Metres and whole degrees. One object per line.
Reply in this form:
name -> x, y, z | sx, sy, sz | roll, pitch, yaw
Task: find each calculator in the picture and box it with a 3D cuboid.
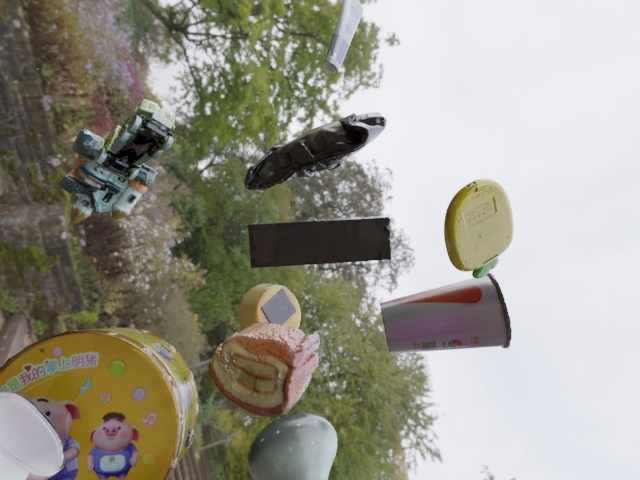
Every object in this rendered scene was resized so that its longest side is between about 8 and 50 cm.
calculator -> 0.309, -0.015, 0.812 | 0.235, 0.146, 0.032 | 62, -5, -35

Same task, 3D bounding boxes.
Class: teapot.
teapot -> -0.031, 0.467, 0.787 | 0.183, 0.183, 0.251 | 103, -28, -42

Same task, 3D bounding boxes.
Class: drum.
drum -> -0.496, 0.404, 0.937 | 0.214, 0.431, 0.431 | 122, -46, -79

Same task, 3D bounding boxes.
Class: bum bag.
bum bag -> -0.013, -0.185, 0.883 | 0.340, 0.144, 0.095 | -18, -69, 32

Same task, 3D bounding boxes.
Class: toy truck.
toy truck -> -0.381, -0.219, 0.871 | 0.191, 0.085, 0.116 | -27, -129, 32

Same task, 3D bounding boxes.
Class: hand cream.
hand cream -> 0.065, -0.599, 1.210 | 0.048, 0.079, 0.255 | 7, -107, 43

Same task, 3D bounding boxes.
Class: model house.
model house -> -0.698, -0.167, 1.328 | 0.291, 0.253, 0.184 | -57, -149, 2

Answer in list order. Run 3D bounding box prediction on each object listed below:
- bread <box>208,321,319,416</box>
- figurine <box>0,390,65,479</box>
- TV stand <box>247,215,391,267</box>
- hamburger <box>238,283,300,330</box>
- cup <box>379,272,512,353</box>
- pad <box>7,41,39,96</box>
bread -> -0.139, 0.291, 0.977 | 0.244, 0.123, 0.190 | 11, -83, 18
figurine -> -0.674, 0.384, 0.712 | 0.206, 0.315, 0.284 | 62, 2, 35
TV stand -> 0.000, 0.000, 0.826 | 0.083, 0.269, 0.088 | -64, 149, -86
hamburger -> -0.235, 0.341, 1.908 | 0.176, 0.300, 0.300 | -17, -96, 44
cup -> 0.306, 0.199, 1.076 | 0.203, 0.288, 0.203 | -12, 90, -85
pad -> -0.504, -0.261, 0.466 | 0.375, 0.315, 0.063 | -31, -140, 27
